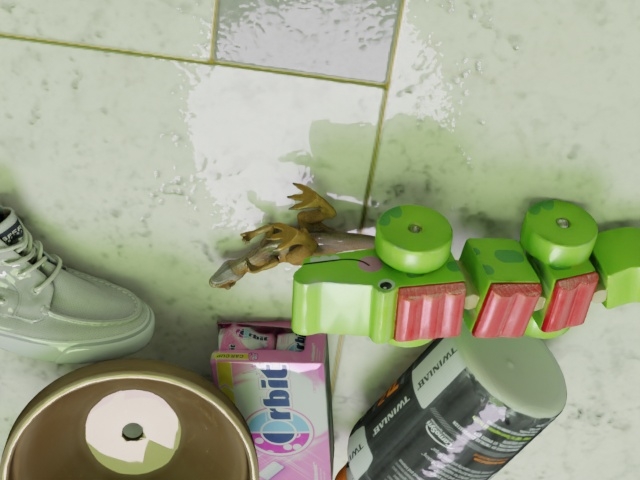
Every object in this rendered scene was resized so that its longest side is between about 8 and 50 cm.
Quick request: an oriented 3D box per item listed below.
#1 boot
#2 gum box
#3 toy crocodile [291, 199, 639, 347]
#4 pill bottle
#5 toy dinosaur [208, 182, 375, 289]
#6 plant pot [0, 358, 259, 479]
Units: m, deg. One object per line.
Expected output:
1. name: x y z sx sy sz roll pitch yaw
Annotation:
1. boot: -0.274 0.030 1.224 0.258 0.095 0.123 8 128 -6
2. gum box: -0.044 0.159 1.330 0.107 0.062 0.188 0 128 4
3. toy crocodile: 0.141 0.041 1.173 0.341 0.105 0.115 -3 130 -15
4. pill bottle: 0.112 0.186 1.298 0.130 0.130 0.245 28 125 -17
5. toy dinosaur: 0.000 0.000 1.217 0.212 0.064 0.112 -6 154 10
6. plant pot: -0.178 0.205 1.288 0.237 0.109 0.237 -2 112 -4
